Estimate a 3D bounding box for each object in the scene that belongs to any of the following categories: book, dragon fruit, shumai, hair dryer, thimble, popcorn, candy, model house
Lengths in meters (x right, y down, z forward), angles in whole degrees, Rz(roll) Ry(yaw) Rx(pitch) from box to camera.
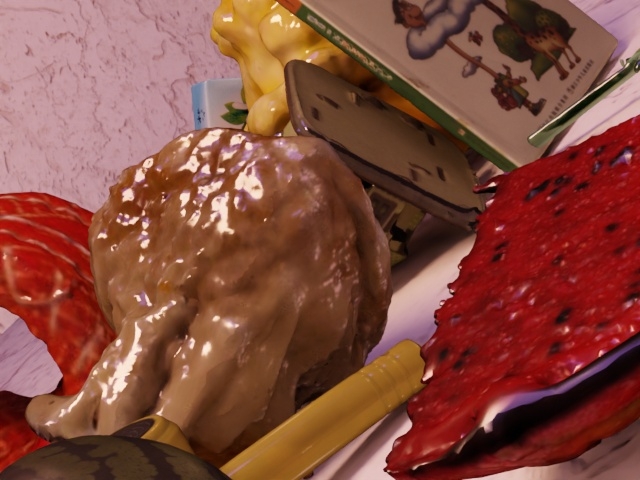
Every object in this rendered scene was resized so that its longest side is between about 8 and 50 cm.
[{"bbox_3d":[0.111,-0.244,1.459,0.260,0.371,0.043,-50,-4,-42],"label":"book"},{"bbox_3d":[0.191,0.021,0.835,0.282,0.100,0.343,-30,18,36],"label":"dragon fruit"},{"bbox_3d":[-0.102,0.069,1.139,0.314,0.267,0.262,-50,0,42],"label":"shumai"},{"bbox_3d":[-0.038,0.150,1.045,0.278,0.135,0.090,-33,9,-20],"label":"hair dryer"},{"bbox_3d":[-0.348,0.129,1.596,0.350,0.350,0.230,-36,14,16],"label":"thimble"},{"bbox_3d":[0.009,-0.171,1.629,0.382,0.349,0.349,-47,9,18],"label":"popcorn"},{"bbox_3d":[0.296,-0.166,1.317,0.262,0.073,0.077,-38,39,24],"label":"candy"},{"bbox_3d":[0.000,0.000,1.423,0.279,0.218,0.205,-57,19,24],"label":"model house"}]

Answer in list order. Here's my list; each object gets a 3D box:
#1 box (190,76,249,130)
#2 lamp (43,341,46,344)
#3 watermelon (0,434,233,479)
[{"bbox_3d":[-0.048,-0.148,1.896,0.232,0.143,0.083,-6,2,-17],"label":"box"},{"bbox_3d":[-0.327,0.091,2.103,0.180,0.180,0.258,-45,14,-25],"label":"lamp"},{"bbox_3d":[-0.124,0.215,0.840,0.212,0.212,0.212,-38,11,9],"label":"watermelon"}]
